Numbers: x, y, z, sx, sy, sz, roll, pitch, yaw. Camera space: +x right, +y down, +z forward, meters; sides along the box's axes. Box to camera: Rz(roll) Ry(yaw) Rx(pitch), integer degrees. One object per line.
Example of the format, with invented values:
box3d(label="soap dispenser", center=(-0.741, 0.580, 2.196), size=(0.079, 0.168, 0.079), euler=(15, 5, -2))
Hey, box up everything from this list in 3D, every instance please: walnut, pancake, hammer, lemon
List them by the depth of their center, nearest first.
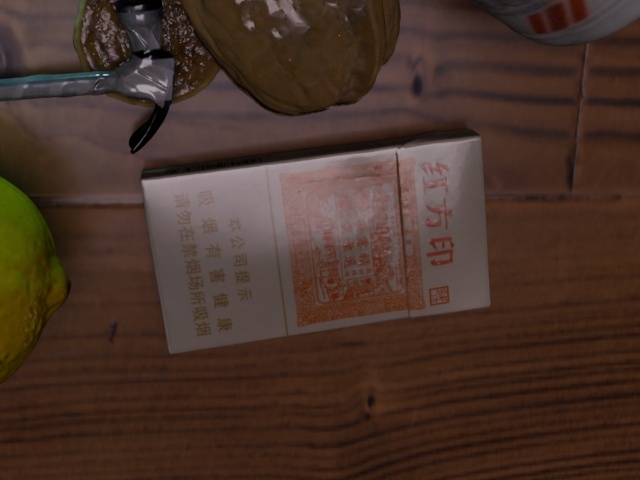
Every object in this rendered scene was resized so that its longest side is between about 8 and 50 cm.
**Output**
box3d(label="walnut", center=(-0.026, -0.229, 0.867), size=(0.198, 0.198, 0.245), euler=(-31, 117, 3))
box3d(label="lemon", center=(-0.390, 0.035, 0.871), size=(0.284, 0.260, 0.260), euler=(6, 109, -35))
box3d(label="hammer", center=(-0.355, -0.153, 0.909), size=(0.427, 0.044, 0.152), euler=(-3, 115, -2))
box3d(label="pancake", center=(-0.171, -0.207, 0.935), size=(0.158, 0.028, 0.158), euler=(-1, 109, -4))

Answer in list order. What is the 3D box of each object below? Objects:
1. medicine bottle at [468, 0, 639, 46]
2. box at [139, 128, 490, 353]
box3d(label="medicine bottle", center=(0.157, -0.340, 0.789), size=(0.325, 0.256, 0.256), euler=(24, 104, -30))
box3d(label="box", center=(0.001, 0.000, 1.017), size=(0.366, 0.051, 0.204), euler=(-8, 109, -5))
